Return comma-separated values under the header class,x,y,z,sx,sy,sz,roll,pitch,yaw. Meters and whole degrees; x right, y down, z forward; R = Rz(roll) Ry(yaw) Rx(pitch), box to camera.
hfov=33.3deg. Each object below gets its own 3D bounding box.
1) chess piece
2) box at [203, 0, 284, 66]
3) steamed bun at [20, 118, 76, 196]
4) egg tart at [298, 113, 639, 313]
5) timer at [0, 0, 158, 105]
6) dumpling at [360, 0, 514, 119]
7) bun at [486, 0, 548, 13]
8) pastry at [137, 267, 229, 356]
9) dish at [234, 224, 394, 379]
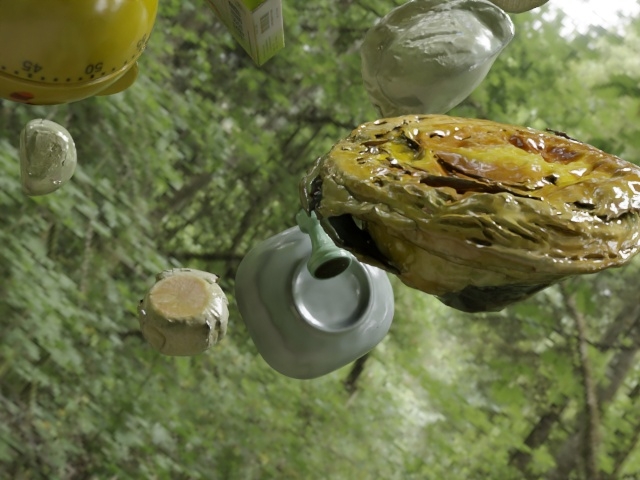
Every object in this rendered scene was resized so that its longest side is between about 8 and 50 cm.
class,x,y,z,sx,sy,sz,roll,pitch,yaw
chess piece,0.000,0.000,1.579,0.103,0.067,0.067,68,8,29
box,-0.137,-0.398,1.715,0.175,0.062,0.260,50,-7,6
steamed bun,-0.459,-0.139,1.806,0.091,0.129,0.112,-2,-12,-22
egg tart,0.125,-0.022,0.877,0.297,0.297,0.132,32,-52,44
timer,-0.422,-0.350,1.572,0.376,0.376,0.387,39,-34,-4
dumpling,0.167,-0.290,1.645,0.179,0.252,0.131,54,10,17
bun,0.413,-0.591,2.214,0.239,0.239,0.141,43,35,-32
pastry,-0.236,0.123,1.844,0.166,0.166,0.088,35,-40,28
dish,0.002,0.084,1.642,0.256,0.256,0.117,39,-17,-7
